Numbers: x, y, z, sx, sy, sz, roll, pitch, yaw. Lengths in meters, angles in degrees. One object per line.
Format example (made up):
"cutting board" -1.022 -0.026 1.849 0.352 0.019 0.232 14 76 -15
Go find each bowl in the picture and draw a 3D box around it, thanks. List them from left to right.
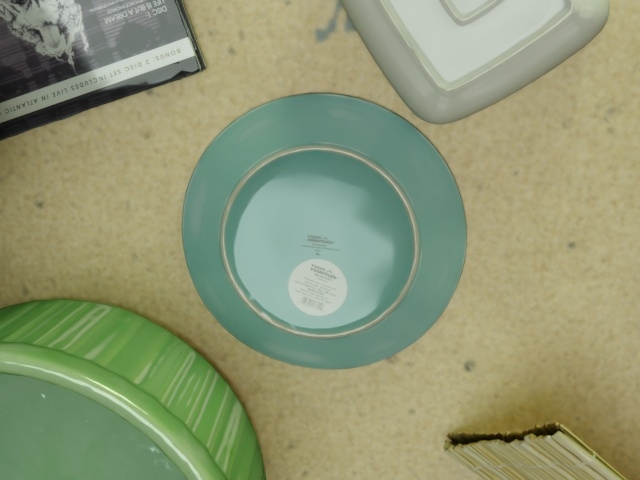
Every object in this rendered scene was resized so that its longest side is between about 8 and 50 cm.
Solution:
"bowl" 0.085 -0.147 0.577 0.142 0.053 0.142 -31 101 13

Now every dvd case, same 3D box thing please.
"dvd case" -0.184 -0.185 0.618 0.164 0.018 0.221 -17 102 10

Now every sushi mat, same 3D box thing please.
"sushi mat" 0.227 0.217 0.624 0.316 0.151 0.019 39 68 -4

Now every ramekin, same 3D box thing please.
"ramekin" -0.178 0.185 0.655 0.303 0.148 0.303 2 106 7

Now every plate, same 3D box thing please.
"plate" 0.000 0.000 0.644 0.188 0.024 0.188 2 106 6
